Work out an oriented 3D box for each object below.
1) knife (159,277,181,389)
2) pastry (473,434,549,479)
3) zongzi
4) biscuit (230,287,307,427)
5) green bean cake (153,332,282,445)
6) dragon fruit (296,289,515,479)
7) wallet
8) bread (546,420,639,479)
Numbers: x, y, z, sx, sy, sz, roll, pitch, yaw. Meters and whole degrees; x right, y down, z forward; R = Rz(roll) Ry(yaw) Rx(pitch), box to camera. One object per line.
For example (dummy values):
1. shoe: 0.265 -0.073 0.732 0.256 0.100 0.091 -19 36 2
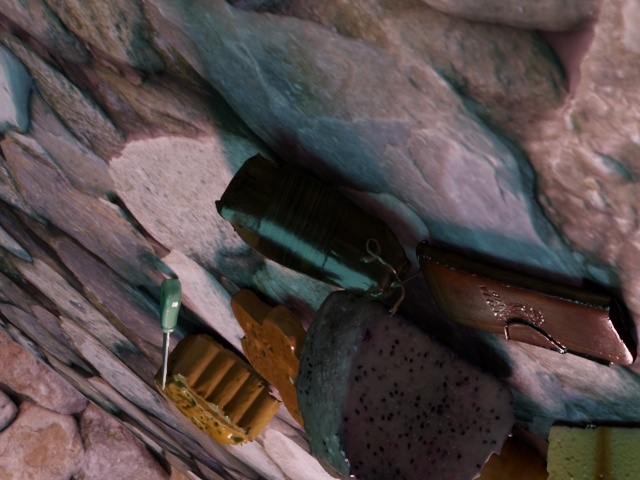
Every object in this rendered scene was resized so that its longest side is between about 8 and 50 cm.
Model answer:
1. knife: -0.287 0.170 1.961 0.063 0.034 0.260 -112 27 -45
2. pastry: 0.255 0.385 1.573 0.329 0.136 0.330 34 158 16
3. zongzi: 0.000 0.000 1.315 0.247 0.111 0.241 30 175 3
4. biscuit: -0.017 0.217 1.675 0.355 0.052 0.275 35 150 39
5. green bean cake: -0.206 0.299 2.081 0.229 0.131 0.224 42 158 -7
6. dragon fruit: 0.077 0.212 1.366 0.283 0.221 0.204 33 164 -26
7. wallet: 0.228 0.076 1.183 0.255 0.031 0.137 16 148 41
8. bread: 0.421 0.301 1.325 0.178 0.135 0.240 10 166 -25
